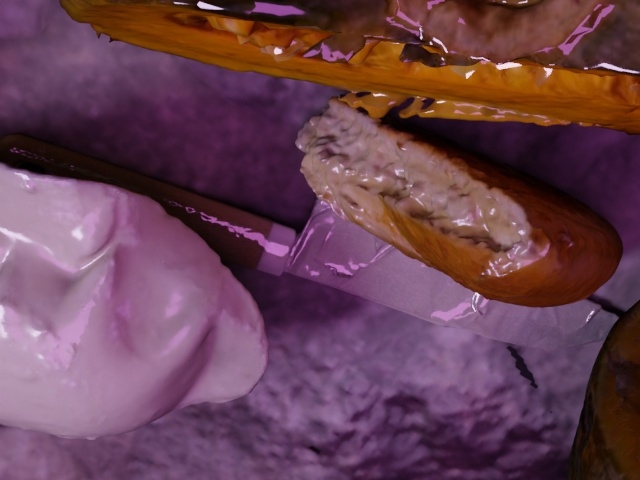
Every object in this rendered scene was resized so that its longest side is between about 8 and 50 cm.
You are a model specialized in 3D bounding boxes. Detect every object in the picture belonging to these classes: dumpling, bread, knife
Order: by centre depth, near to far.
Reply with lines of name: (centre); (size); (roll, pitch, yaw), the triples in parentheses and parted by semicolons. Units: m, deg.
dumpling: (-0.110, 0.016, 0.697); (0.169, 0.100, 0.134); (21, 136, 22)
bread: (0.076, -0.006, 0.702); (0.136, 0.154, 0.054); (14, 106, -41)
knife: (0.000, 0.001, 0.743); (0.298, 0.017, 0.047); (19, 108, -6)

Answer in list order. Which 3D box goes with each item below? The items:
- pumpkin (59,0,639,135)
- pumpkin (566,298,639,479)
pumpkin: (0.088, -0.149, 0.596); (0.325, 0.242, 0.232); (12, 87, 6)
pumpkin: (0.210, 0.073, 0.721); (0.248, 0.126, 0.131); (-20, 118, -9)
